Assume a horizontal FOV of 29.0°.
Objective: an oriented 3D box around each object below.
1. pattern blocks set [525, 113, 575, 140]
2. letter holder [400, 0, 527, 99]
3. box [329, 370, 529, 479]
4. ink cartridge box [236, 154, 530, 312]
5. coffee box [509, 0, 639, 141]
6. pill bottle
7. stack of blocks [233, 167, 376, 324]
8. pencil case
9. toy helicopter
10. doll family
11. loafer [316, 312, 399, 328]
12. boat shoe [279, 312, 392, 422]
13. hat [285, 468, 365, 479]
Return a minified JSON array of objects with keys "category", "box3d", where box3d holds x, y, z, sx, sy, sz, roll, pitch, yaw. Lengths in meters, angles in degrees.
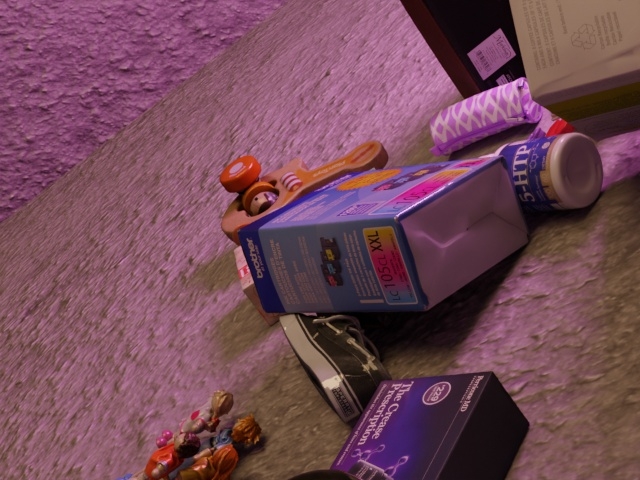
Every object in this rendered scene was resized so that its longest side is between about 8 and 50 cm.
[{"category":"pattern blocks set","box3d":[0.432,-0.277,1.997,0.324,0.026,0.285,-58,7,7]},{"category":"letter holder","box3d":[0.261,-0.394,2.257,0.152,0.302,0.214,-39,23,-6]},{"category":"box","box3d":[0.107,0.284,1.462,0.184,0.103,0.261,-9,35,42]},{"category":"ink cartridge box","box3d":[0.069,-0.005,1.870,0.396,0.151,0.270,-6,17,46]},{"category":"coffee box","box3d":[0.456,-0.355,1.666,0.338,0.337,0.334,-14,-12,25]},{"category":"pill bottle","box3d":[0.318,-0.096,1.861,0.187,0.112,0.112,-7,37,50]},{"category":"stack of blocks","box3d":[0.000,0.000,2.152,0.297,0.087,0.171,-34,23,6]},{"category":"pencil case","box3d":[0.288,-0.212,2.164,0.206,0.086,0.088,-20,48,37]},{"category":"toy helicopter","box3d":[-0.036,-0.089,2.316,0.355,0.140,0.235,-23,28,22]},{"category":"doll family","box3d":[-0.169,0.314,1.805,0.163,0.118,0.263,-35,4,18]},{"category":"loafer","box3d":[0.052,0.110,1.913,0.170,0.062,0.061,-13,38,45]},{"category":"boat shoe","box3d":[0.023,0.159,1.793,0.105,0.113,0.306,-30,16,-6]},{"category":"hat","box3d":[0.010,0.413,1.300,0.331,0.134,0.331,-22,50,28]}]
